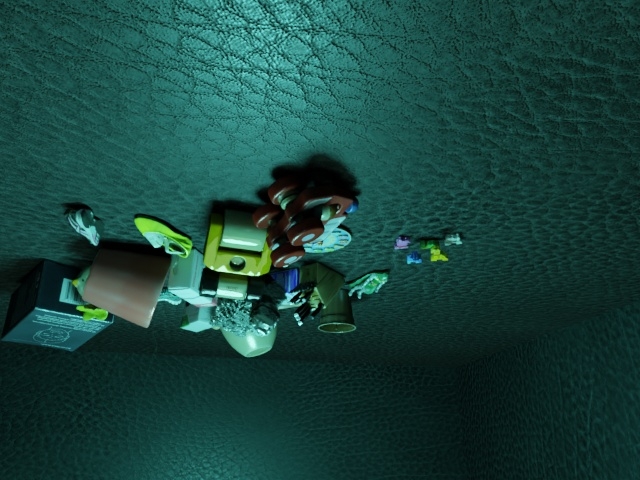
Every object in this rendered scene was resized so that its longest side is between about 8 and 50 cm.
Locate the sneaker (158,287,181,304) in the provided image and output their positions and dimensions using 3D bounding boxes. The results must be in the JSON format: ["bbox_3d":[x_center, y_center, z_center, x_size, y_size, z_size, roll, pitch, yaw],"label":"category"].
[{"bbox_3d":[-0.681,0.230,2.156,0.166,0.065,0.076,15,136,-36],"label":"sneaker"}]

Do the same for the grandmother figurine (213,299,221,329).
[{"bbox_3d":[-0.491,0.366,2.394,0.208,0.104,0.342,-8,159,-3],"label":"grandmother figurine"}]

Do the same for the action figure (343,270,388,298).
[{"bbox_3d":[0.205,0.177,2.015,0.137,0.063,0.232,16,148,-24],"label":"action figure"}]

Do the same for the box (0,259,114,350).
[{"bbox_3d":[-1.065,0.279,2.006,0.395,0.212,0.293,-31,142,35],"label":"box"}]

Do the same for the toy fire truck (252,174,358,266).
[{"bbox_3d":[-0.028,-0.065,1.377,0.254,0.169,0.302,-13,158,-36],"label":"toy fire truck"}]

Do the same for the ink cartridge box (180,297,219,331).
[{"bbox_3d":[-0.489,0.255,2.013,0.087,0.208,0.153,24,146,-36],"label":"ink cartridge box"}]

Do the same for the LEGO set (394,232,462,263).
[{"bbox_3d":[0.361,0.023,1.636,0.227,0.087,0.093,-6,155,10],"label":"LEGO set"}]

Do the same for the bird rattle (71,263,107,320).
[{"bbox_3d":[-0.821,0.177,1.876,0.143,0.253,0.207,-27,106,45],"label":"bird rattle"}]

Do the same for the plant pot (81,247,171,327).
[{"bbox_3d":[-0.696,0.155,1.757,0.243,0.275,0.275,19,151,-17],"label":"plant pot"}]

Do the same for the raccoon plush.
[{"bbox_3d":[-0.299,0.283,1.776,0.216,0.446,0.299,36,104,-5],"label":"raccoon plush"}]

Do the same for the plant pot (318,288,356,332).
[{"bbox_3d":[0.074,0.311,2.180,0.167,0.165,0.167,1,156,0],"label":"plant pot"}]

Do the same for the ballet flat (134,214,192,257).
[{"bbox_3d":[-0.507,-0.005,1.592,0.077,0.077,0.231,-12,153,27],"label":"ballet flat"}]

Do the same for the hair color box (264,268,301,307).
[{"bbox_3d":[-0.197,0.217,2.048,0.339,0.110,0.185,-11,154,27],"label":"hair color box"}]

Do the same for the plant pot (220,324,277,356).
[{"bbox_3d":[-0.325,0.446,2.352,0.284,0.191,0.284,-18,157,-8],"label":"plant pot"}]

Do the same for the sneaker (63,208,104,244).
[{"bbox_3d":[-0.737,-0.051,1.525,0.077,0.072,0.178,12,148,2],"label":"sneaker"}]

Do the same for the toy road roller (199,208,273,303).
[{"bbox_3d":[-0.277,0.029,1.584,0.202,0.240,0.329,9,117,-18],"label":"toy road roller"}]

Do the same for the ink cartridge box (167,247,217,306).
[{"bbox_3d":[-0.462,0.141,1.816,0.092,0.158,0.218,-6,155,16],"label":"ink cartridge box"}]

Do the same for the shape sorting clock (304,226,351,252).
[{"bbox_3d":[0.000,0.000,1.642,0.206,0.040,0.206,0,156,0],"label":"shape sorting clock"}]

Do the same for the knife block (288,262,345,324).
[{"bbox_3d":[-0.011,0.221,1.888,0.088,0.242,0.276,-14,152,31],"label":"knife block"}]
